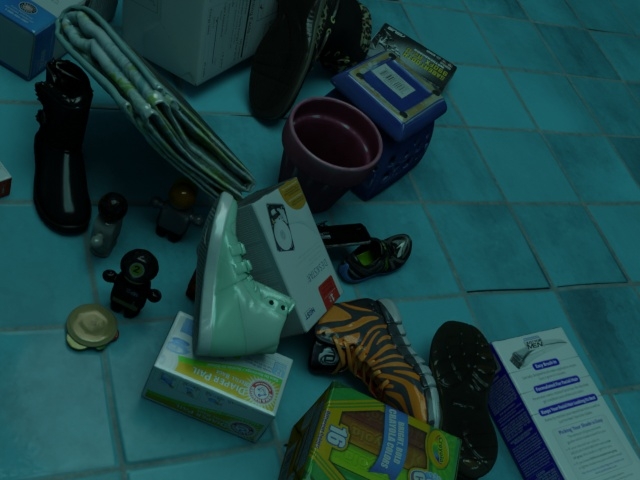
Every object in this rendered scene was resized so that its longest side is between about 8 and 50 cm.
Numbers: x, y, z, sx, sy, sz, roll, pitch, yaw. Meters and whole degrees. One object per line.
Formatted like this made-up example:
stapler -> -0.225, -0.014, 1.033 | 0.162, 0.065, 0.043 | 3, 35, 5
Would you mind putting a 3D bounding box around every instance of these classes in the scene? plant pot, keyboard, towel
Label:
plant pot -> 0.001, -0.160, 1.536 | 0.201, 0.180, 0.201 | 13, 50, -16
keyboard -> 0.000, 0.000, 1.486 | 0.191, 0.038, 0.100 | -4, 33, -9
towel -> -0.293, -0.237, 1.353 | 0.090, 0.320, 0.374 | -43, 52, 1
plant pot -> 0.123, -0.270, 1.665 | 0.236, 0.212, 0.236 | 44, 49, 12

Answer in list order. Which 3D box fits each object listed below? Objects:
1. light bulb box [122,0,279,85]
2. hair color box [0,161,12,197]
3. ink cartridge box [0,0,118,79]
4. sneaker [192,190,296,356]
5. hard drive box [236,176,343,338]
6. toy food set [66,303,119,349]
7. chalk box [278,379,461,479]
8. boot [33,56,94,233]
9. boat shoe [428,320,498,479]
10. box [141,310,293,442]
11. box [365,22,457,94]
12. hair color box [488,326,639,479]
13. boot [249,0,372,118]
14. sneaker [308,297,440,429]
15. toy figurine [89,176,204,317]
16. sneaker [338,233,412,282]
light bulb box -> -0.220, -0.587, 1.634 | 0.225, 0.358, 0.361 | 31, 44, 16
hair color box -> -0.618, -0.096, 1.265 | 0.167, 0.053, 0.093 | -28, 70, -41
ink cartridge box -> -0.589, -0.501, 1.556 | 0.223, 0.129, 0.307 | 31, 46, 0
sneaker -> -0.114, 0.056, 1.183 | 0.151, 0.094, 0.256 | 7, 78, -18
hard drive box -> -0.068, 0.029, 1.307 | 0.232, 0.089, 0.181 | 68, 27, -11
toy food set -> -0.367, 0.139, 1.220 | 0.082, 0.020, 0.083 | 3, 52, -25
chalk box -> 0.093, 0.376, 1.145 | 0.288, 0.179, 0.180 | 25, 47, -6
boot -> -0.442, -0.165, 1.302 | 0.094, 0.207, 0.247 | -3, 56, -28
boat shoe -> 0.232, 0.286, 1.332 | 0.122, 0.120, 0.324 | 17, 42, -4
box -> -0.162, 0.218, 1.199 | 0.203, 0.103, 0.114 | 24, 47, -7
box -> 0.224, -0.451, 1.970 | 0.231, 0.056, 0.183 | 32, 46, 1
hair color box -> 0.437, 0.340, 1.396 | 0.185, 0.110, 0.339 | -6, 59, -29
boot -> -0.012, -0.435, 1.746 | 0.138, 0.378, 0.284 | 16, 1, 27
sneaker -> 0.076, 0.227, 1.300 | 0.180, 0.125, 0.321 | -1, 35, -19
toy figurine -> -0.276, 0.006, 1.285 | 0.213, 0.148, 0.210 | -10, 59, -32
sneaker -> 0.120, 0.029, 1.511 | 0.188, 0.078, 0.067 | -20, 65, -37
